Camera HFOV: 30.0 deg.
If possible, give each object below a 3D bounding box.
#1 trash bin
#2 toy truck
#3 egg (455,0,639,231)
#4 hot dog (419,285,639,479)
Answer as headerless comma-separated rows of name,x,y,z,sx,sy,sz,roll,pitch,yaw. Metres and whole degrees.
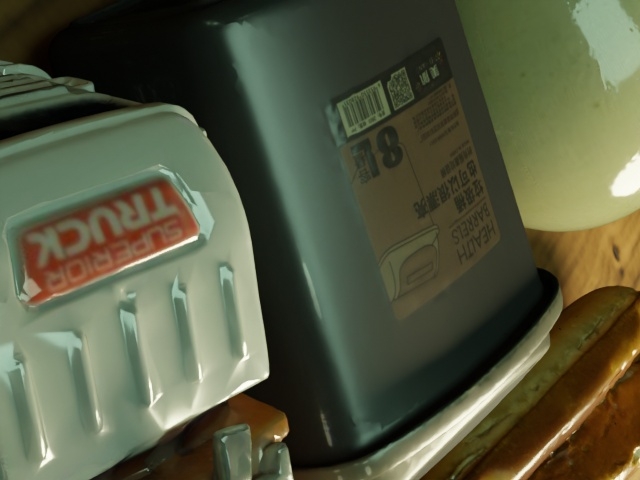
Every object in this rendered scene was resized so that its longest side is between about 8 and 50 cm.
trash bin,0.000,0.000,0.612,0.209,0.182,0.290,-33,115,-38
toy truck,-0.106,0.127,0.500,0.173,0.207,0.387,-25,115,-41
egg,0.126,-0.122,0.706,0.188,0.188,0.253,-47,123,-30
hot dog,0.143,0.150,0.846,0.337,0.100,0.135,-36,113,-37
